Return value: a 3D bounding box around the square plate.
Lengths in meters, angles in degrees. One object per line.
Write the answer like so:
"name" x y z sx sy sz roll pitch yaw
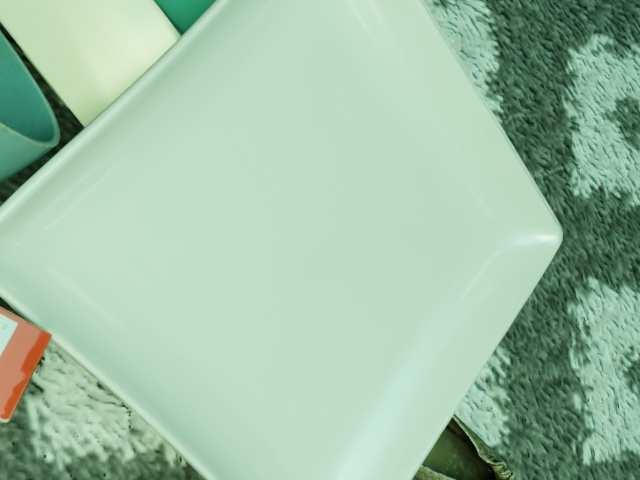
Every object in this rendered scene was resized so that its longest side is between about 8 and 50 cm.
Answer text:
"square plate" 0.000 0.000 0.620 0.347 0.049 0.344 -52 121 -23

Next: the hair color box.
"hair color box" -0.220 0.063 0.509 0.093 0.167 0.053 32 65 -20

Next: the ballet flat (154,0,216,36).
"ballet flat" -0.145 -0.362 0.661 0.483 0.164 0.182 51 45 -8

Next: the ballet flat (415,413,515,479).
"ballet flat" 0.068 0.142 0.717 0.250 0.058 0.084 43 62 -15

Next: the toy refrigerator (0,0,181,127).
"toy refrigerator" -0.199 -0.198 0.602 0.094 0.102 0.269 -38 100 -1

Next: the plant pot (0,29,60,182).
"plant pot" -0.305 -0.100 0.462 0.195 0.290 0.290 -39 101 1
